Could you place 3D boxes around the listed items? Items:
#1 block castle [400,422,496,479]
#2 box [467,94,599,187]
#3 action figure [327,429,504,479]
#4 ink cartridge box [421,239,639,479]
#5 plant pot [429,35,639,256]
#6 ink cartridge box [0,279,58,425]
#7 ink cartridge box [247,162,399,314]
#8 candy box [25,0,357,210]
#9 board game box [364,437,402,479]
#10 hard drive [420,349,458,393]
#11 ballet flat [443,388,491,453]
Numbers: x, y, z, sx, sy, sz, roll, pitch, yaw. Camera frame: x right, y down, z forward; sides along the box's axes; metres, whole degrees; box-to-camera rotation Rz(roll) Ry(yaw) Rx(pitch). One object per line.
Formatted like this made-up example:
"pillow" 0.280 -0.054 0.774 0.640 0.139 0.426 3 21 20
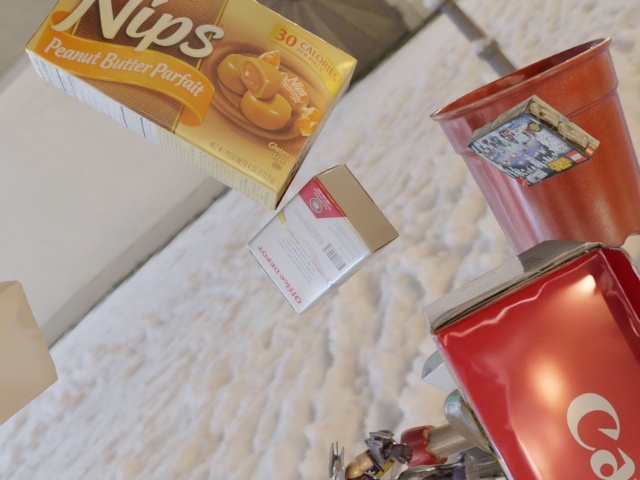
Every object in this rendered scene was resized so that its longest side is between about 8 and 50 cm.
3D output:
"block castle" 0.301 0.535 1.675 0.213 0.303 0.453 -31 59 37
"box" 0.240 -0.110 1.116 0.027 0.094 0.137 -61 11 -19
"action figure" 0.118 0.329 1.265 0.285 0.185 0.099 -7 12 -19
"ink cartridge box" 0.198 0.161 0.671 0.130 0.309 0.272 -29 -3 4
"plant pot" 0.334 -0.114 1.393 0.272 0.265 0.272 -25 8 4
"ink cartridge box" -0.427 0.154 0.914 0.211 0.121 0.289 -6 20 28
"ink cartridge box" 0.000 0.000 1.318 0.072 0.127 0.175 -31 -9 -48
"candy box" -0.141 -0.194 1.093 0.183 0.316 0.087 -60 -2 -15
"board game box" 0.088 0.436 1.779 0.141 0.048 0.170 -41 -20 -16
"hard drive" 0.359 0.223 1.460 0.233 0.353 0.047 -53 14 50
"ballet flat" 0.279 0.250 1.149 0.124 0.342 0.116 -12 54 59
